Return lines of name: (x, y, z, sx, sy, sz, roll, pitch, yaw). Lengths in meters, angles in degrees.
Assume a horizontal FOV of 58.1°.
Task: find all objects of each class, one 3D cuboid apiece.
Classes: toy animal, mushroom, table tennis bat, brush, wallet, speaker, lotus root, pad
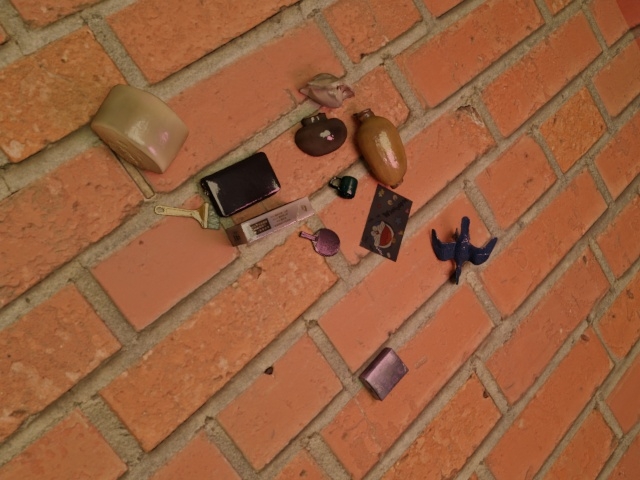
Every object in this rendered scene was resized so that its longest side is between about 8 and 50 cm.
toy animal: (0.533, 0.034, 2.154, 0.256, 0.238, 0.176, 79, 19, -46)
mushroom: (0.017, -0.361, 1.956, 0.188, 0.117, 0.141, -26, 109, -31)
table tennis bat: (0.000, 0.000, 1.959, 0.158, 0.014, 0.095, 19, 78, -26)
brush: (-0.404, -0.083, 1.761, 0.205, 0.011, 0.083, 7, 81, -26)
wallet: (-0.250, -0.174, 1.828, 0.250, 0.044, 0.149, -32, 99, -29)
speaker: (0.081, -0.190, 1.992, 0.094, 0.060, 0.076, 20, 75, -24)
lotus root: (0.217, -0.326, 2.035, 0.146, 0.130, 0.304, -30, 99, -28)
pad: (0.240, -0.064, 2.095, 0.170, 0.006, 0.246, 24, 75, -23)

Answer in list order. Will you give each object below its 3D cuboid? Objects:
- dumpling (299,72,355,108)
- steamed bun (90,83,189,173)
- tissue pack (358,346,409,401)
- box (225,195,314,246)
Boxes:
dumpling: (0.031, -0.511, 1.960, 0.198, 0.136, 0.119, -2, 93, -17)
steamed bun: (-0.508, -0.326, 1.649, 0.250, 0.154, 0.200, 36, 71, -23)
tissue pack: (0.221, 0.465, 2.009, 0.156, 0.051, 0.112, -42, 102, -24)
box: (-0.158, -0.059, 1.805, 0.242, 0.155, 0.067, -25, 98, -26)
